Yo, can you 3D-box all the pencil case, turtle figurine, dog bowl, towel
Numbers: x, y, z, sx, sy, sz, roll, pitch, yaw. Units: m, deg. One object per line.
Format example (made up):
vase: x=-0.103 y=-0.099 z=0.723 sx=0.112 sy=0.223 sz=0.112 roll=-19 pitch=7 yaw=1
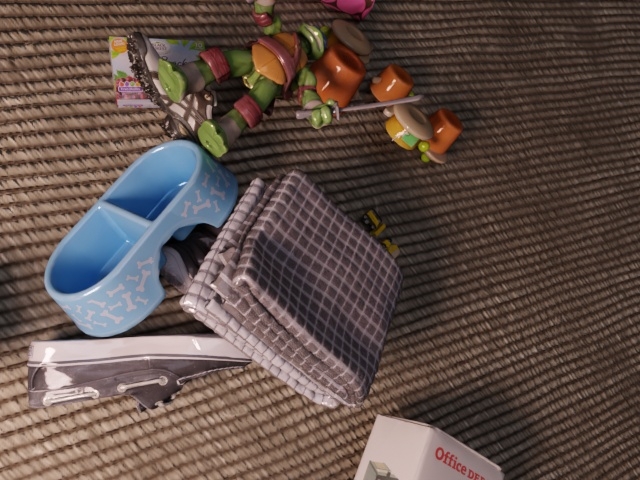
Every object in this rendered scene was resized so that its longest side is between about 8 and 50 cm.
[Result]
pencil case: x=0.007 y=-0.474 z=0.885 sx=0.210 sy=0.098 sz=0.095 roll=16 pitch=76 yaw=-20
turtle figurine: x=-0.057 y=-0.242 z=0.660 sx=0.266 sy=0.275 sz=0.197 roll=-40 pitch=137 yaw=-23
dog bowl: x=-0.241 y=-0.017 z=0.668 sx=0.297 sy=0.166 sz=0.074 roll=-56 pitch=143 yaw=-19
towel: x=-0.013 y=0.062 z=0.689 sx=0.284 sy=0.121 sz=0.235 roll=44 pitch=49 yaw=-24

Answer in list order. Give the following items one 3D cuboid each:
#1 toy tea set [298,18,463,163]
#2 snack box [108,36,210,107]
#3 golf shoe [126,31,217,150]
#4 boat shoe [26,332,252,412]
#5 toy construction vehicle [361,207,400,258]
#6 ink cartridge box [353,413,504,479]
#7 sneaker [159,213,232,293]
toy tea set: x=0.101 y=-0.236 z=0.900 sx=0.336 sy=0.124 sz=0.200 roll=38 pitch=40 yaw=-9
snack box: x=-0.249 y=-0.261 z=0.777 sx=0.141 sy=0.037 sz=0.100 roll=-7 pitch=84 yaw=-24
golf shoe: x=-0.208 y=-0.220 z=0.729 sx=0.094 sy=0.077 sz=0.198 roll=-34 pitch=135 yaw=-13
boat shoe: x=-0.231 y=0.180 z=0.678 sx=0.302 sy=0.108 sz=0.102 roll=1 pitch=81 yaw=-20
toy construction vehicle: x=0.090 y=0.006 z=0.882 sx=0.098 sy=0.035 sz=0.086 roll=51 pitch=56 yaw=-10
ink cartridge box: x=0.142 y=0.444 z=0.749 sx=0.211 sy=0.122 sz=0.289 roll=39 pitch=63 yaw=-27
sneaker: x=-0.103 y=0.053 z=0.754 sx=0.269 sy=0.101 sz=0.153 roll=38 pitch=67 yaw=-15
